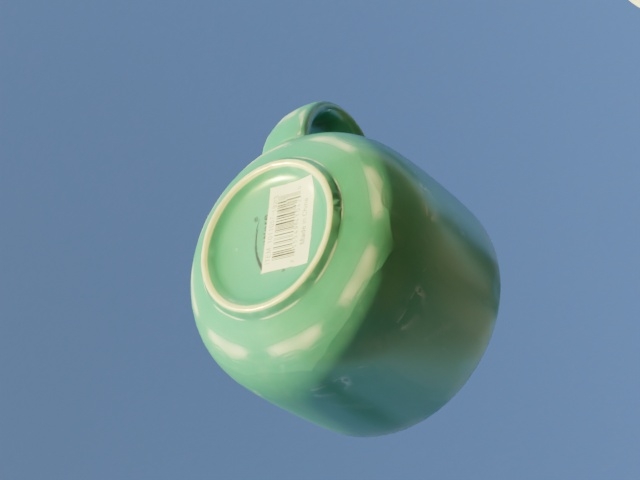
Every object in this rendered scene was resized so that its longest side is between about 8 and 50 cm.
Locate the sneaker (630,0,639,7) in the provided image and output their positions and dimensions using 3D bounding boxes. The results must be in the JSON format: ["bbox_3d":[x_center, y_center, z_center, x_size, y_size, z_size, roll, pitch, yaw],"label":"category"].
[{"bbox_3d":[0.235,-0.226,0.574,0.182,0.127,0.315,12,-96,-27],"label":"sneaker"}]

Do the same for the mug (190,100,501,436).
[{"bbox_3d":[-0.003,0.009,0.620,0.129,0.158,0.097,-52,-44,5],"label":"mug"}]
